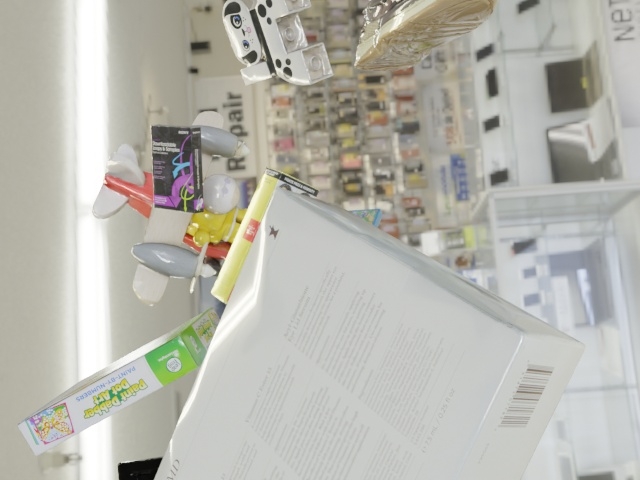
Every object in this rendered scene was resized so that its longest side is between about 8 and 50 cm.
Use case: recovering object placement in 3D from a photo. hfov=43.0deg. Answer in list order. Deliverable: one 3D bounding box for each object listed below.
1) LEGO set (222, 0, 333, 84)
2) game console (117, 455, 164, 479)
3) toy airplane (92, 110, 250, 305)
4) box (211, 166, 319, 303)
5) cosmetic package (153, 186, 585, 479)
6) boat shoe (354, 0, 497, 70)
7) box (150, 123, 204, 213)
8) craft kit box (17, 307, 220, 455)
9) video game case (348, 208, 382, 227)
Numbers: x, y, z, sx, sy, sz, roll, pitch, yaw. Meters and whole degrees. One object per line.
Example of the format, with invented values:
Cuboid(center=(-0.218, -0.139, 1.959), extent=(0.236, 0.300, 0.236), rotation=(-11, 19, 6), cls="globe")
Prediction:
Cuboid(center=(-0.047, -0.199, 0.459), extent=(0.087, 0.093, 0.227), rotation=(-31, -73, -41), cls="LEGO set")
Cuboid(center=(-0.245, 0.356, 0.899), extent=(0.044, 0.361, 0.213), rotation=(22, -122, -67), cls="game console")
Cuboid(center=(-0.289, -0.087, 1.760), extent=(0.272, 0.384, 0.386), rotation=(-23, 87, 46), cls="toy airplane")
Cuboid(center=(-0.092, 0.002, 1.345), extent=(0.058, 0.087, 0.232), rotation=(27, 92, 56), cls="box")
Cuboid(center=(0.001, 0.181, 0.663), extent=(0.284, 0.097, 0.377), rotation=(32, 103, 43), cls="cosmetic package")
Cuboid(center=(0.102, -0.259, 0.901), extent=(0.285, 0.103, 0.092), rotation=(172, 92, -77), cls="boat shoe")
Cuboid(center=(-0.272, -0.136, 1.534), extent=(0.029, 0.116, 0.162), rotation=(-13, -74, -51), cls="box")
Cuboid(center=(-0.267, 0.191, 1.155), extent=(0.061, 0.247, 0.250), rotation=(58, -176, -2), cls="craft kit box")
Cuboid(center=(0.000, 0.000, 1.215), extent=(0.015, 0.166, 0.119), rotation=(63, -142, -37), cls="video game case")
